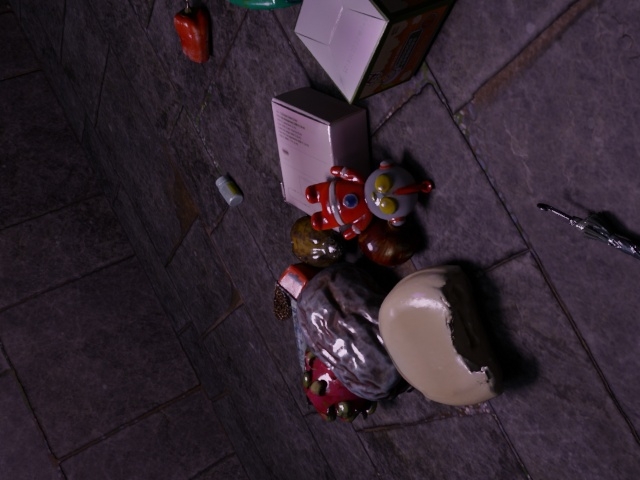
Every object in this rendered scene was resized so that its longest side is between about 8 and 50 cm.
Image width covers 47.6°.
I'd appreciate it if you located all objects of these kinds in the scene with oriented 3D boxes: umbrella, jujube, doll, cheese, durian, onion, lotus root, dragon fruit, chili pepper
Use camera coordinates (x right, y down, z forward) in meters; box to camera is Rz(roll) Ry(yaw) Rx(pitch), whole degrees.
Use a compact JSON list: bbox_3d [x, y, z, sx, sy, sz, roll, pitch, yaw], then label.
[{"bbox_3d":[0.417,0.004,0.988,0.269,0.044,0.044,33,114,33],"label":"umbrella"},{"bbox_3d":[0.084,0.195,1.549,0.317,0.226,0.226,46,148,23],"label":"jujube"},{"bbox_3d":[0.091,-0.079,1.354,0.245,0.076,0.142,-8,97,27],"label":"doll"},{"bbox_3d":[0.231,0.179,1.345,0.233,0.127,0.265,-19,99,53],"label":"cheese"},{"bbox_3d":[-0.108,0.178,2.072,0.066,0.052,0.130,-80,-17,-66],"label":"durian"},{"bbox_3d":[0.128,-0.005,1.410,0.117,0.119,0.118,51,150,32],"label":"onion"},{"bbox_3d":[0.000,0.000,1.634,0.209,0.120,0.120,18,128,59],"label":"lotus root"},{"bbox_3d":[0.047,0.340,1.774,0.218,0.198,0.273,31,171,4],"label":"dragon fruit"},{"bbox_3d":[-0.317,-0.534,1.790,0.086,0.084,0.192,16,137,14],"label":"chili pepper"}]

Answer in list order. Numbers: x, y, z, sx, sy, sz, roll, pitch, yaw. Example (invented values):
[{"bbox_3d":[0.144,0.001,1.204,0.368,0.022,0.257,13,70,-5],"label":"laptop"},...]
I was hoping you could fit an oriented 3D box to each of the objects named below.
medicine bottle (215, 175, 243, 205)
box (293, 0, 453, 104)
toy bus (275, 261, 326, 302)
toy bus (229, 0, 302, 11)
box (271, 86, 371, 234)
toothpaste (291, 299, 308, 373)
[{"bbox_3d":[-0.257,-0.140,2.047,0.083,0.047,0.047,54,151,22],"label":"medicine bottle"},{"bbox_3d":[0.080,-0.358,1.150,0.177,0.148,0.195,54,151,16],"label":"box"},{"bbox_3d":[-0.022,0.089,1.698,0.079,0.174,0.077,39,114,22],"label":"toy bus"},{"bbox_3d":[-0.076,-0.565,1.218,0.199,0.184,0.343,33,140,42],"label":"toy bus"},{"bbox_3d":[0.004,-0.166,1.493,0.203,0.106,0.251,33,140,47],"label":"box"},{"bbox_3d":[-0.049,0.271,2.029,0.062,0.039,0.239,26,132,46],"label":"toothpaste"}]
